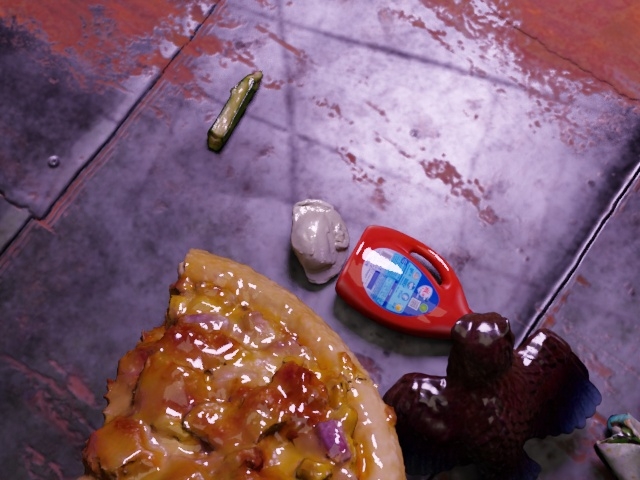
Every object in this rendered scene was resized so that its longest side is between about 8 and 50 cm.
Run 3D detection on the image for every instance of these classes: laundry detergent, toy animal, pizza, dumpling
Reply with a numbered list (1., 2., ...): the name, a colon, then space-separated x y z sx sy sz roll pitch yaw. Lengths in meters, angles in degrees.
1. laundry detergent: 0.103 0.055 0.784 0.165 0.049 0.097 28 74 5
2. toy animal: 0.156 0.148 0.692 0.218 0.180 0.116 -14 49 -1
3. pizza: -0.076 0.166 0.667 0.277 0.114 0.409 -13 48 -13
4. dumpling: 0.000 0.000 0.794 0.057 0.052 0.076 -16 65 8

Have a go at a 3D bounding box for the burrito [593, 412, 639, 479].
1. burrito: 0.383 0.284 0.709 0.096 0.066 0.309 -38 75 -6

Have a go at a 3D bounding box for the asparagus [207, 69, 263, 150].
1. asparagus: -0.094 -0.149 0.851 0.025 0.021 0.108 28 78 9
